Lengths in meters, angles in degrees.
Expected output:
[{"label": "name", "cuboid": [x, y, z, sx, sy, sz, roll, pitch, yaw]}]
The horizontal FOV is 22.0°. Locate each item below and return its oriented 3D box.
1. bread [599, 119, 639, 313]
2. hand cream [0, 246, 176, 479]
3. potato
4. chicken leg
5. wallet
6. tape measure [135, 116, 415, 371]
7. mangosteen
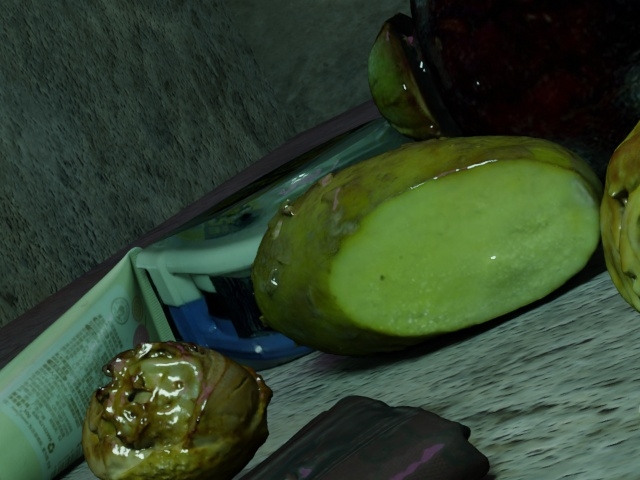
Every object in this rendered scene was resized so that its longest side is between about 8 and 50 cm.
[{"label": "bread", "cuboid": [0.192, -0.014, 0.681, 0.098, 0.087, 0.269, -43, -20, 25]}, {"label": "hand cream", "cuboid": [-0.233, 0.143, 1.434, 0.093, 0.147, 0.306, 8, 37, 42]}, {"label": "potato", "cuboid": [0.070, -0.002, 1.172, 0.298, 0.141, 0.176, -23, 20, 40]}, {"label": "chicken leg", "cuboid": [-0.095, 0.129, 1.027, 0.107, 0.087, 0.251, 8, -19, -6]}, {"label": "wallet", "cuboid": [-0.040, 0.161, 0.858, 0.229, 0.049, 0.182, -34, 11, -23]}, {"label": "tape measure", "cuboid": [-0.002, -0.001, 1.456, 0.259, 0.138, 0.262, -35, 9, -27]}, {"label": "mangosteen", "cuboid": [0.191, -0.175, 1.277, 0.300, 0.300, 0.300, -29, 7, 4]}]
